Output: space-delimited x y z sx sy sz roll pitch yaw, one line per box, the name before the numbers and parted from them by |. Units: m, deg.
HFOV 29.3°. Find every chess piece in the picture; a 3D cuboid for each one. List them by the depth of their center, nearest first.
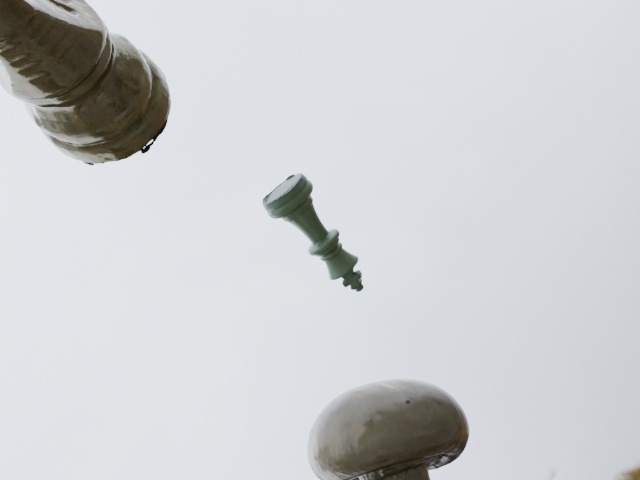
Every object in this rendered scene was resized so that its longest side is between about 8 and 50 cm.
chess piece | -0.248 -0.177 1.056 0.137 0.137 0.301 -57 -25 -8
chess piece | 0.000 0.000 1.344 0.059 0.059 0.149 -43 -73 -22

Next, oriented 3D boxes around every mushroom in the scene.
mushroom | 0.080 0.270 1.522 0.206 0.206 0.209 10 -90 -47
